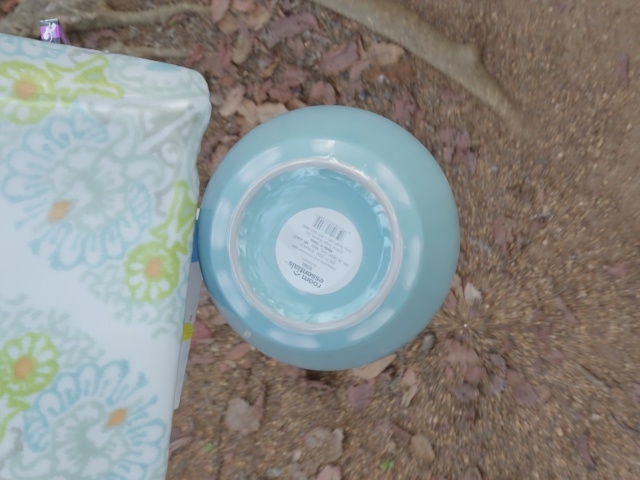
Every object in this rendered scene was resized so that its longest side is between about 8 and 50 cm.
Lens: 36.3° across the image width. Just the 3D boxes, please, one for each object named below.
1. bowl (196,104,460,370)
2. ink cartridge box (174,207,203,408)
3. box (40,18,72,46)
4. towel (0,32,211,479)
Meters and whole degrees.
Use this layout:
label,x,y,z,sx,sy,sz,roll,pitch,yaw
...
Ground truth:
label,x,y,z,sx,sy,sz,roll,pitch,yaw
bowl,0.000,0.000,1.065,0.312,0.163,0.311,0,92,6
ink cartridge box,-0.283,0.076,1.203,0.198,0.197,0.270,19,105,25
box,-0.350,-0.203,1.331,0.029,0.116,0.162,-9,78,-4
towel,-0.245,0.050,0.633,0.321,0.090,0.374,5,95,-35
